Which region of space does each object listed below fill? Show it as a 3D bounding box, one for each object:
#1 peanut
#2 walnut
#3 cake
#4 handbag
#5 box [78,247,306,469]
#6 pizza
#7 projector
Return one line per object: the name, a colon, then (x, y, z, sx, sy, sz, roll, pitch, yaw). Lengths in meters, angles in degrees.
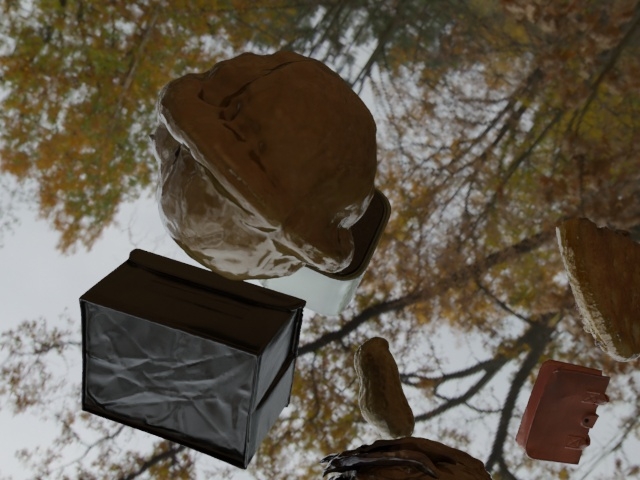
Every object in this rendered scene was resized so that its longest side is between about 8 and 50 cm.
peanut: (0.118, 0.287, 1.423, 0.099, 0.099, 0.214, 12, -123, -40)
walnut: (-0.081, -0.114, 1.114, 0.383, 0.383, 0.383, 28, -155, -14)
cake: (0.123, 0.456, 1.155, 0.321, 0.332, 0.332, 53, -152, 11)
handbag: (0.521, 0.370, 1.588, 0.157, 0.212, 0.059, 14, -169, -14)
box: (-0.229, 0.203, 1.320, 0.345, 0.251, 0.204, 15, -152, 12)
pizza: (0.608, 0.091, 1.582, 0.409, 0.114, 0.278, 52, -133, -32)
projector: (0.000, 0.000, 1.712, 0.248, 0.249, 0.248, 25, -115, 3)
